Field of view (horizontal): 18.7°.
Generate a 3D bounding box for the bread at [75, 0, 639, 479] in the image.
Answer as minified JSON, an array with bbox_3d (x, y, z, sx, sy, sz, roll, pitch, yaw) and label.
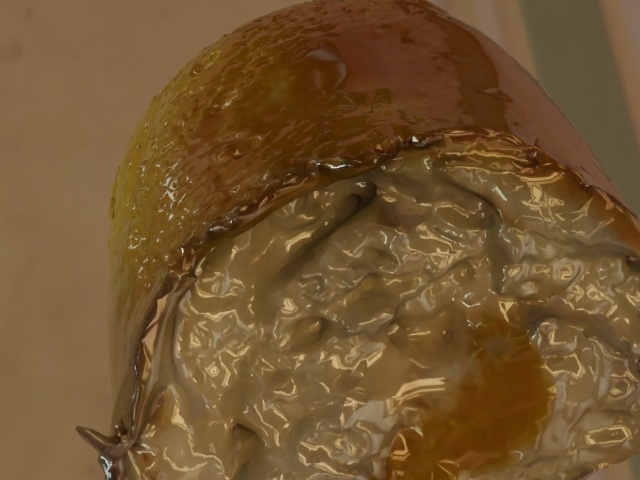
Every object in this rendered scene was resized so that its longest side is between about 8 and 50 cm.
[{"bbox_3d":[0.000,0.000,1.232,0.361,0.250,0.394,-26,-148,4],"label":"bread"}]
